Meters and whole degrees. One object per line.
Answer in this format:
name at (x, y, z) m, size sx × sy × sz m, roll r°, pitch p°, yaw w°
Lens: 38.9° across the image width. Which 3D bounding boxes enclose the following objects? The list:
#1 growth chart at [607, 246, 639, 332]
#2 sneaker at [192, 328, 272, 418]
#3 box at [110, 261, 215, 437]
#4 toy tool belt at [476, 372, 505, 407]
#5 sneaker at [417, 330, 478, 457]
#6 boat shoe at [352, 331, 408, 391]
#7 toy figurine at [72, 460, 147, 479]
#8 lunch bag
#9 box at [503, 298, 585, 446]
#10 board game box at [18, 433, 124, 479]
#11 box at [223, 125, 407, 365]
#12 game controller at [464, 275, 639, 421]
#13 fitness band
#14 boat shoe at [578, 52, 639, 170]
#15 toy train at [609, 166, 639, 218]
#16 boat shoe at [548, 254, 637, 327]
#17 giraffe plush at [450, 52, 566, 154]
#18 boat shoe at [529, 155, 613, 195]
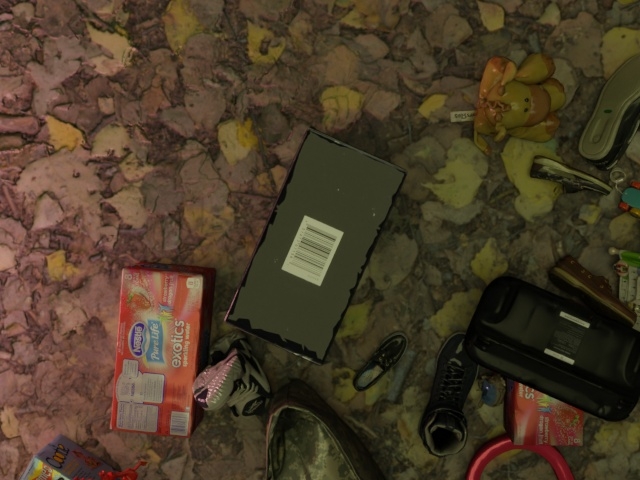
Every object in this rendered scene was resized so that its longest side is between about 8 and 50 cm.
growth chart at (0.601, 0.134, 1.635) m, size 0.021 × 0.172 × 0.237 m, roll -15°, pitch 105°, yaw -39°
sneaker at (-0.146, 0.275, 1.642) m, size 0.094 × 0.235 × 0.153 m, roll -32°, pitch 105°, yaw 7°
box at (-0.289, 0.197, 1.679) m, size 0.154 × 0.142 × 0.300 m, roll 5°, pitch 94°, yaw 2°
toy tool belt at (0.316, 0.273, 1.687) m, size 0.051 × 0.052 × 0.083 m, roll -15°, pitch 120°, yaw -24°
sneaker at (0.241, 0.285, 1.653) m, size 0.086 × 0.163 × 0.226 m, roll 16°, pitch 93°, yaw 3°
boat shoe at (0.115, 0.233, 1.714) m, size 0.049 × 0.040 × 0.142 m, roll 41°, pitch 95°, yaw -1°
toy figurine at (-0.424, 0.557, 1.597) m, size 0.217 × 0.191 × 0.363 m, roll 2°, pitch 104°, yaw 33°
lunch bag at (-0.009, 0.394, 1.633) m, size 0.169 × 0.235 × 0.287 m, roll -32°, pitch 92°, yaw 3°
box at (0.408, 0.237, 1.660) m, size 0.128 × 0.122 × 0.257 m, roll 1°, pitch 94°, yaw 2°
board game box at (-0.435, 0.514, 1.708) m, size 0.275 × 0.144 × 0.142 m, roll 33°, pitch 95°, yaw 0°
box at (0.000, 0.000, 1.567) m, size 0.178 × 0.312 × 0.343 m, roll 24°, pitch 95°, yaw 0°
game controller at (0.415, 0.187, 1.572) m, size 0.319 × 0.067 × 0.167 m, roll 24°, pitch 80°, yaw 1°
fitness band at (0.390, 0.505, 1.719) m, size 0.209 × 0.054 × 0.291 m, roll -23°, pitch 94°, yaw 1°
boat shoe at (0.554, -0.238, 1.654) m, size 0.079 × 0.084 × 0.233 m, roll 31°, pitch 88°, yaw -38°
toy train at (0.623, -0.100, 1.669) m, size 0.166 × 0.046 × 0.125 m, roll -12°, pitch 69°, yaw 12°
boat shoe at (0.507, 0.091, 1.662) m, size 0.178 × 0.064 × 0.060 m, roll 37°, pitch 76°, yaw 18°
giraffe plush at (0.340, -0.245, 1.604) m, size 0.210 × 0.170 × 0.181 m, roll -20°, pitch 93°, yaw 4°
boat shoe at (0.460, -0.110, 1.671) m, size 0.152 × 0.056 × 0.049 m, roll 24°, pitch 100°, yaw 10°
